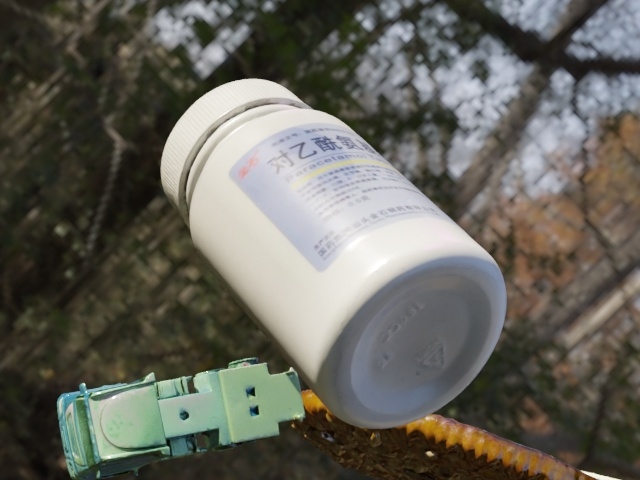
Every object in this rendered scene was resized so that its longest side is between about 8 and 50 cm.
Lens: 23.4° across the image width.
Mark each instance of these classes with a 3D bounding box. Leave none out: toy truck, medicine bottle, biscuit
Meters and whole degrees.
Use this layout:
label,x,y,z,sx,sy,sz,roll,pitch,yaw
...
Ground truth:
label,x,y,z,sx,sy,sz,roll,pitch,yaw
toy truck,-0.087,0.119,1.064,0.081,0.175,0.067,-27,-108,62
medicine bottle,0.000,0.000,0.756,0.187,0.103,0.103,47,0,45
biscuit,0.111,0.188,1.231,0.305,0.038,0.305,19,-14,5

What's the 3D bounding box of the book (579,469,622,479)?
label,x,y,z,sx,sy,sz,roll,pitch,yaw
book,0.290,0.261,1.660,0.295,0.020,0.208,11,-9,27
